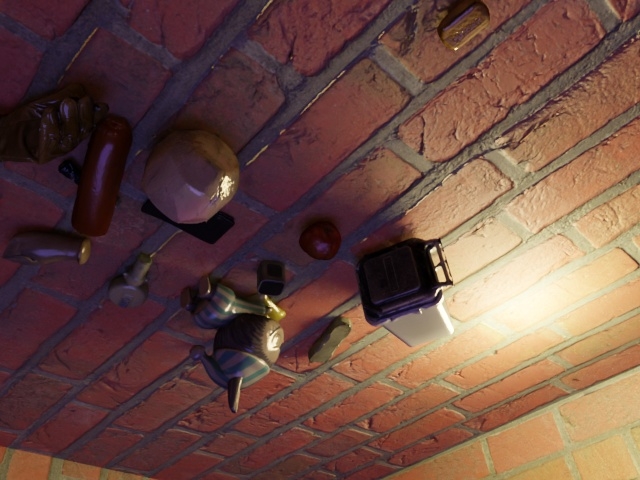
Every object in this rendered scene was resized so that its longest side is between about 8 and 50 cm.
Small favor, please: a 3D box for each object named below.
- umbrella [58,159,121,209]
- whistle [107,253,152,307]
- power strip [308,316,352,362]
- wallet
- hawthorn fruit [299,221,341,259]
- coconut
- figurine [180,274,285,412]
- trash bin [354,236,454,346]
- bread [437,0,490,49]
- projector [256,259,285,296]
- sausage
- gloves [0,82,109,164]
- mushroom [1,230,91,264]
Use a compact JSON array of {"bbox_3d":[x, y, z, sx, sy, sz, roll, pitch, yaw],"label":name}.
[{"bbox_3d":[-0.612,-0.141,1.511,0.046,0.050,0.188,2,149,36],"label":"umbrella"},{"bbox_3d":[-0.597,0.139,1.811,0.126,0.067,0.258,18,130,-26],"label":"whistle"},{"bbox_3d":[0.038,0.380,2.165,0.080,0.048,0.286,12,135,-22],"label":"power strip"},{"bbox_3d":[-0.378,-0.071,1.634,0.244,0.025,0.124,27,128,-33],"label":"wallet"},{"bbox_3d":[0.000,0.000,1.697,0.128,0.128,0.128,-3,138,-3],"label":"hawthorn fruit"},{"bbox_3d":[-0.329,-0.149,1.411,0.230,0.227,0.227,-40,129,24],"label":"coconut"},{"bbox_3d":[-0.281,0.356,1.859,0.266,0.378,0.361,-35,132,28],"label":"figurine"},{"bbox_3d":[0.310,0.181,1.848,0.295,0.256,0.368,-23,141,15],"label":"trash bin"},{"bbox_3d":[0.309,-0.479,1.246,0.115,0.056,0.082,-39,132,25],"label":"bread"},{"bbox_3d":[-0.159,0.122,1.831,0.083,0.082,0.083,9,137,-17],"label":"projector"},{"bbox_3d":[-0.555,-0.145,1.435,0.097,0.094,0.349,12,119,-25],"label":"sausage"},{"bbox_3d":[-0.630,-0.258,1.307,0.330,0.154,0.141,-9,123,12],"label":"gloves"},{"bbox_3d":[-0.795,0.024,1.641,0.246,0.096,0.108,-2,113,-9],"label":"mushroom"}]
